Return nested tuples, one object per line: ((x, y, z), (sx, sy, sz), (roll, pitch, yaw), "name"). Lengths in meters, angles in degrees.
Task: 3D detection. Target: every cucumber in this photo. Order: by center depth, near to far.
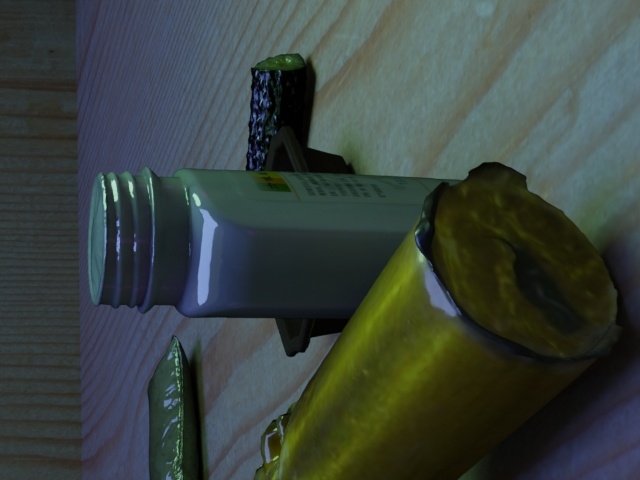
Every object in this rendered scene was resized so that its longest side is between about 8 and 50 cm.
((-0.062, -0.082, 1.679), (0.072, 0.072, 0.300), (-126, 39, -63), "cucumber")

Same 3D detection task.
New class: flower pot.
((0.000, 0.000, 1.450), (0.251, 0.084, 0.179), (-111, 28, -53), "flower pot")

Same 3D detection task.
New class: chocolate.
((0.048, 0.130, 1.055), (0.445, 0.162, 0.162), (126, 143, -46), "chocolate")

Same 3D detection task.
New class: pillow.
((-0.239, 0.323, 2.182), (0.185, 0.075, 0.302), (120, 149, -59), "pillow")

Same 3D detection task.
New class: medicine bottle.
((-0.026, 0.003, 1.126), (0.179, 0.324, 0.124), (-139, 55, -68), "medicine bottle")

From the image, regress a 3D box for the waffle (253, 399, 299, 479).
((0.013, 0.365, 1.354), (0.382, 0.095, 0.379), (-118, 33, -52), "waffle")
